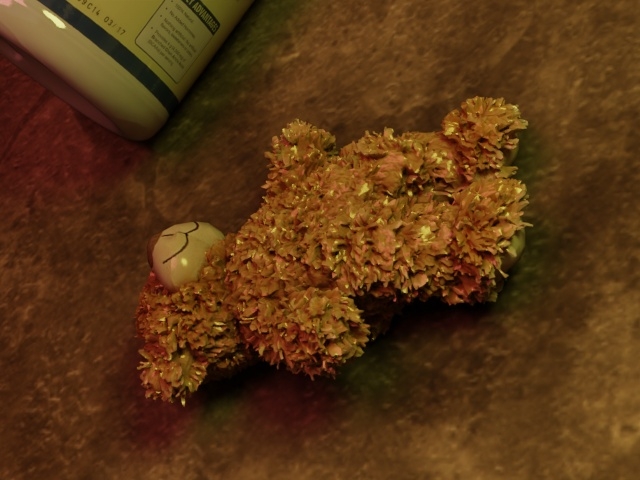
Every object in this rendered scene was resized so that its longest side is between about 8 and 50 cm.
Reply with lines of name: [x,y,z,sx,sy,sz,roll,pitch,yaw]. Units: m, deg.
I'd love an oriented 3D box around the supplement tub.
supplement tub: [-0.152,-0.277,1.313,0.235,0.235,0.325,30,82,47]

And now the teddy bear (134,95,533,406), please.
teddy bear: [0.000,0.000,1.086,0.338,0.113,0.245,-8,54,36]
